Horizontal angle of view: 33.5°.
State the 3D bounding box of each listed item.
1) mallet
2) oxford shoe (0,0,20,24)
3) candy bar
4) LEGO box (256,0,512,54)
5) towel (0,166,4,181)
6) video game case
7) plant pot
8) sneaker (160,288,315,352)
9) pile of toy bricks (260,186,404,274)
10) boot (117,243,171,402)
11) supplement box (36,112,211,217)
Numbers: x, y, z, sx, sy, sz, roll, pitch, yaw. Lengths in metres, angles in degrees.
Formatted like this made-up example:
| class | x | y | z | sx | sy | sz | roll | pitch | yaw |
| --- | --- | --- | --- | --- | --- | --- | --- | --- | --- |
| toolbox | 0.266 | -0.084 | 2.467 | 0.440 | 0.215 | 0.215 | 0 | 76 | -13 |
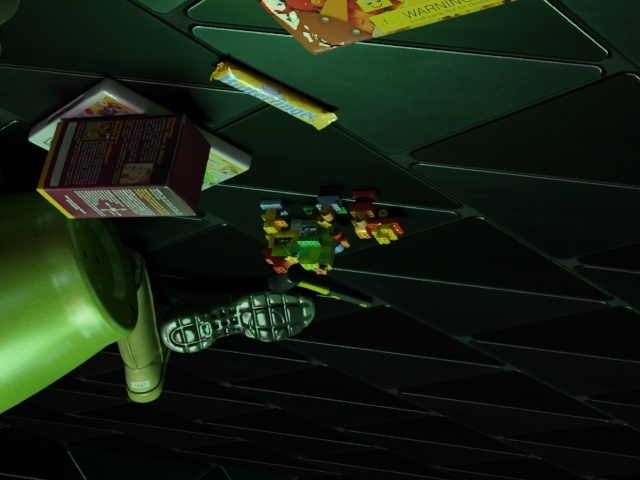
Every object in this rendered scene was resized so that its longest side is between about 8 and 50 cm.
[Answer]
| class | x | y | z | sx | sy | sz | roll | pitch | yaw |
| --- | --- | --- | --- | --- | --- | --- | --- | --- | --- |
| mallet | -0.001 | 0.084 | 1.767 | 0.190 | 0.039 | 0.062 | 23 | 152 | -34 |
| oxford shoe | -0.356 | -0.302 | 1.021 | 0.076 | 0.076 | 0.212 | 43 | 155 | 25 |
| candy bar | -0.056 | -0.170 | 1.248 | 0.162 | 0.018 | 0.040 | 22 | 153 | -27 |
| LEGO box | 0.109 | -0.335 | 0.615 | 0.500 | 0.193 | 0.372 | -9 | 150 | 35 |
| towel | -0.527 | -0.095 | 1.575 | 0.119 | 0.029 | 0.067 | -11 | 147 | 39 |
| video game case | -0.241 | -0.123 | 1.412 | 0.227 | 0.026 | 0.206 | 28 | 150 | -33 |
| plant pot | -0.470 | 0.084 | 1.551 | 0.353 | 0.366 | 0.366 | -19 | 150 | 6 |
| sneaker | -0.143 | 0.118 | 1.837 | 0.268 | 0.106 | 0.101 | -7 | 116 | -1 |
| pile of toy bricks | 0.000 | 0.000 | 1.492 | 0.212 | 0.105 | 0.118 | -2 | 153 | 25 |
| boot | -0.311 | 0.112 | 1.829 | 0.089 | 0.236 | 0.269 | -7 | 132 | -5 |
| supplement box | -0.243 | -0.091 | 1.327 | 0.188 | 0.104 | 0.081 | 0 | 154 | 22 |
